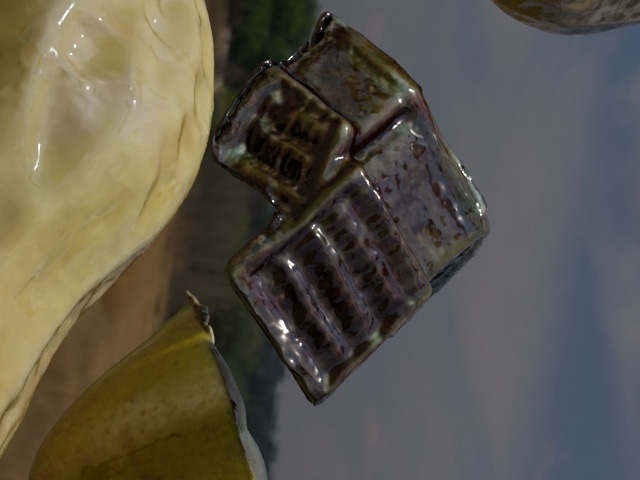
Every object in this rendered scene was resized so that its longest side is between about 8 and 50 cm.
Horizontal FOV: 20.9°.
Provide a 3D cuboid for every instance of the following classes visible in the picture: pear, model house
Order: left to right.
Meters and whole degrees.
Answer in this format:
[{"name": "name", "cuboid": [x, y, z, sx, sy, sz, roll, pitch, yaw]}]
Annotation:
[{"name": "pear", "cuboid": [-0.112, 0.182, 1.128, 0.267, 0.178, 0.267, 161, -90, -86]}, {"name": "model house", "cuboid": [-0.004, -0.006, 0.834, 0.106, 0.165, 0.152, -26, -170, 42]}]

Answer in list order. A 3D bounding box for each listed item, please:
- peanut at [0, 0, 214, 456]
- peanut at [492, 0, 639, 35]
[{"name": "peanut", "cuboid": [-0.129, -0.003, 0.574, 0.313, 0.149, 0.149, -61, 172, -30]}, {"name": "peanut", "cuboid": [0.169, -0.162, 0.913, 0.101, 0.263, 0.117, -123, -145, -49]}]
